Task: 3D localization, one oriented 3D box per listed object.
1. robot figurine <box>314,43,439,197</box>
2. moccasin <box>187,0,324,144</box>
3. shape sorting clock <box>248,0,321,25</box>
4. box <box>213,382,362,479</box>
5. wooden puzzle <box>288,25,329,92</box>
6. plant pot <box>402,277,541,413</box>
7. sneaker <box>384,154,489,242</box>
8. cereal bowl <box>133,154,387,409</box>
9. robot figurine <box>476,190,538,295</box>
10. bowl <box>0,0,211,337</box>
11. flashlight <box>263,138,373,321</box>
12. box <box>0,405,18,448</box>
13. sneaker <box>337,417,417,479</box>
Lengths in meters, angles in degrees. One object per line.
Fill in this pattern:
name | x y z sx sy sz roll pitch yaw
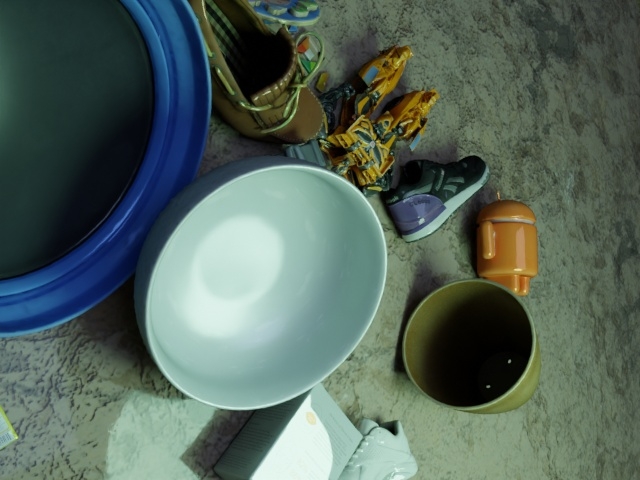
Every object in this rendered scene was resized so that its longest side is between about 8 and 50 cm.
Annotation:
robot figurine | 0.103 -0.217 1.077 0.211 0.085 0.291 50 54 -24
moccasin | -0.084 -0.238 0.821 0.380 0.147 0.139 43 62 -58
shape sorting clock | -0.095 -0.373 0.883 0.206 0.040 0.206 19 33 -13
box | -0.042 0.303 0.860 0.130 0.091 0.170 55 52 -20
wooden puzzle | -0.020 -0.319 1.031 0.116 0.014 0.078 45 56 -28
plant pot | 0.314 0.231 1.126 0.254 0.237 0.237 42 57 -47
sneaker | 0.231 -0.121 1.170 0.283 0.107 0.124 -42 105 -38
cereal bowl | -0.085 0.045 0.792 0.339 0.141 0.338 -13 116 -29
robot figurine | 0.399 0.009 1.283 0.158 0.128 0.219 3 80 -7
bowl | -0.262 -0.094 0.595 0.391 0.077 0.391 -51 157 -32
flashlight | 0.000 0.000 0.932 0.103 0.103 0.303 -38 107 -75
box | -0.398 0.151 0.598 0.105 0.043 0.179 -31 106 -40
sneaker | 0.062 0.350 0.962 0.232 0.090 0.115 -3 79 -51
